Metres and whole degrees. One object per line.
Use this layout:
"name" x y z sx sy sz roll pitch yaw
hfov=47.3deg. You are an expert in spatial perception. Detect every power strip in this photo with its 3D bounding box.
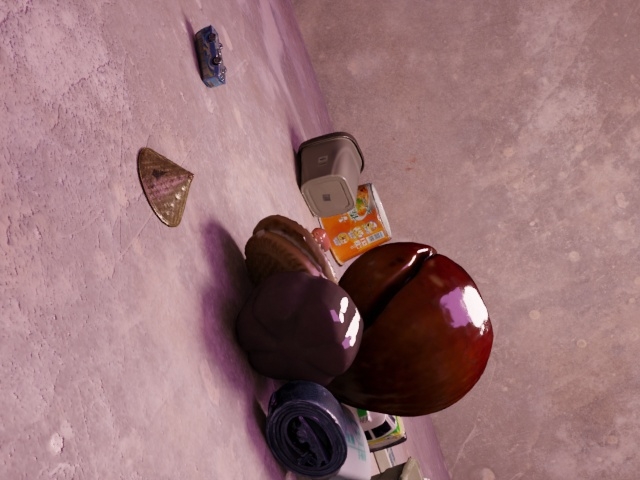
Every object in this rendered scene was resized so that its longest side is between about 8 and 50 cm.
"power strip" 0.178 0.604 2.239 0.106 0.043 0.367 -30 101 -79

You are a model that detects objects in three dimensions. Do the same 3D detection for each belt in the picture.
"belt" -0.026 0.353 1.365 0.082 0.142 0.190 -90 158 -65

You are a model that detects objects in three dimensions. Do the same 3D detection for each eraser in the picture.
"eraser" 0.023 0.435 1.589 0.189 0.104 0.290 67 7 26

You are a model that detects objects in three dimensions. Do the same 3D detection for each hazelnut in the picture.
"hazelnut" 0.188 0.218 1.634 0.429 0.403 0.401 110 -30 -59

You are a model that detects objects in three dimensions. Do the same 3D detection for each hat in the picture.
"hat" -0.244 -0.100 1.244 0.146 0.067 0.145 -19 90 -80

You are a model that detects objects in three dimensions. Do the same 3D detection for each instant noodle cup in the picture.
"instant noodle cup" 0.129 -0.072 2.706 0.296 0.214 0.296 -19 90 -80

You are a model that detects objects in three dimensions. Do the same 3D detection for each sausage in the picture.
"sausage" 0.000 0.000 2.343 0.094 0.059 0.054 66 24 -50

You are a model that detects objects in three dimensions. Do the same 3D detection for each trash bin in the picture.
"trash bin" 0.033 -0.225 2.542 0.250 0.220 0.219 -85 155 -48

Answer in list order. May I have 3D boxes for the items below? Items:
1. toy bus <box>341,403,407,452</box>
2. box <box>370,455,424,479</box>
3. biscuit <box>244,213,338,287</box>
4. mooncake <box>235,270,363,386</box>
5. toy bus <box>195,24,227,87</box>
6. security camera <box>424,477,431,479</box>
"toy bus" 0.128 0.418 2.042 0.179 0.143 0.305 52 22 -54
"box" 0.149 0.609 1.711 0.274 0.178 0.138 28 45 -76
"biscuit" -0.060 0.069 1.505 0.259 0.079 0.259 35 -35 30
"mooncake" -0.039 0.172 1.386 0.244 0.245 0.133 65 28 -29
"toy bus" -0.264 -0.444 1.764 0.051 0.061 0.152 50 25 -67
"security camera" 0.226 0.747 1.873 0.194 0.195 0.236 58 22 -51
